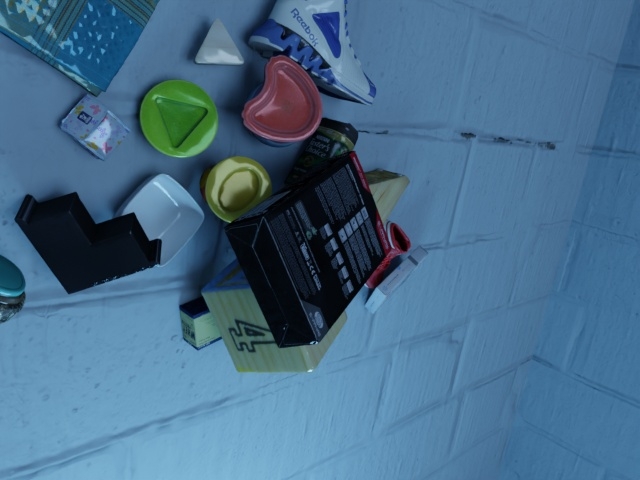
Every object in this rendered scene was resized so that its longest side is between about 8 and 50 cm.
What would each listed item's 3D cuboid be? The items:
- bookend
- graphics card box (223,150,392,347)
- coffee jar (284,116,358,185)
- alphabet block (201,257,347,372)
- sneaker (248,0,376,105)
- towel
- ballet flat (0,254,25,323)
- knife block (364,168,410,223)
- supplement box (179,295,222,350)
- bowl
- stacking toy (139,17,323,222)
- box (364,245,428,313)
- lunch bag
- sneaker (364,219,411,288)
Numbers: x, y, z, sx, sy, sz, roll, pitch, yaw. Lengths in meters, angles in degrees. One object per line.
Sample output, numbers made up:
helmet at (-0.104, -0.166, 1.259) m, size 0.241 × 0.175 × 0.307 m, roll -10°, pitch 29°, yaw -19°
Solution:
bookend at (-0.358, -0.014, 0.873) m, size 0.156 × 0.072 × 0.157 m, roll -18°, pitch 127°, yaw 0°
graphics card box at (0.000, 0.000, 1.017) m, size 0.371 × 0.094 × 0.232 m, roll -45°, pitch 118°, yaw -55°
coffee jar at (0.004, -0.178, 1.209) m, size 0.079 × 0.096 × 0.184 m, roll 37°, pitch 79°, yaw -51°
alphabet block at (-0.086, 0.132, 1.117) m, size 0.192 × 0.193 × 0.197 m, roll -47°, pitch 123°, yaw -51°
sneaker at (0.019, -0.401, 1.101) m, size 0.315 × 0.127 × 0.182 m, roll 19°, pitch 96°, yaw -47°
towel at (-0.337, -0.431, 0.791) m, size 0.271 × 0.040 × 0.370 m, roll 35°, pitch 80°, yaw -49°
ballet flat at (-0.594, 0.006, 0.650) m, size 0.182 × 0.164 × 0.483 m, roll -40°, pitch 137°, yaw 1°
knife block at (0.094, -0.037, 1.371) m, size 0.276 × 0.088 × 0.242 m, roll -19°, pitch 121°, yaw -40°
supplement box at (-0.238, 0.166, 1.143) m, size 0.083 × 0.056 × 0.083 m, roll -22°, pitch 122°, yaw -39°
bowl at (-0.297, -0.040, 0.993) m, size 0.142 × 0.053 × 0.142 m, roll -53°, pitch 137°, yaw -15°
stacking toy at (-0.171, -0.217, 1.031) m, size 0.279 × 0.130 × 0.309 m, roll 38°, pitch 81°, yaw -20°
box at (0.210, 0.110, 1.540) m, size 0.186 × 0.038 × 0.145 m, roll -42°, pitch 167°, yaw -25°
lunch bag at (-0.356, -0.177, 0.872) m, size 0.071 × 0.053 × 0.083 m, roll -55°, pitch 128°, yaw -15°
sneaker at (0.166, 0.046, 1.451) m, size 0.087 × 0.128 × 0.221 m, roll -30°, pitch 127°, yaw -34°
